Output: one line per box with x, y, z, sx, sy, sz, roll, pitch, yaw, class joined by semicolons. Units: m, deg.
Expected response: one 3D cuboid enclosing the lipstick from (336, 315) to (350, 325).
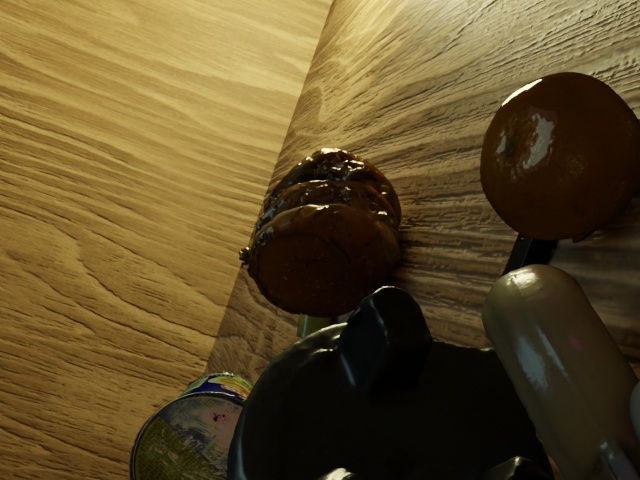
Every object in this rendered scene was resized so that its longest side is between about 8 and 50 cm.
0.042;0.236;1.140;0.077;0.078;0.253;127;157;-50;lipstick

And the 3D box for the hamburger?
0.001;0.001;1.288;0.211;0.260;0.245;-87;-11;-54;hamburger

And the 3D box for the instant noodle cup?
-0.211;0.393;1.612;0.312;0.284;0.284;-120;51;-84;instant noodle cup

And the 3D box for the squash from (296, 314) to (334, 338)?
0.007;0.076;1.535;0.083;0.083;0.250;143;143;-68;squash

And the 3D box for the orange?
0.223;-0.075;0.747;0.154;0.134;0.155;-8;80;60;orange

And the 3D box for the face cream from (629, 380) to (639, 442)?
0.272;0.036;0.408;0.101;0.101;0.252;-86;21;-51;face cream

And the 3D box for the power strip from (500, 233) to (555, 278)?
0.220;0.006;0.839;0.038;0.029;0.111;-125;53;-74;power strip

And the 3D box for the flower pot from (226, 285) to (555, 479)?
0.061;0.205;0.695;0.283;0.299;0.299;110;171;-48;flower pot

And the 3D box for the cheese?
0.189;0.129;0.551;0.082;0.163;0.286;-30;30;11;cheese
